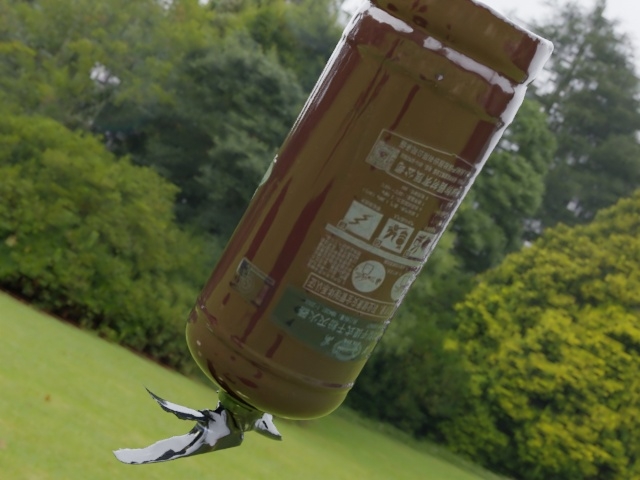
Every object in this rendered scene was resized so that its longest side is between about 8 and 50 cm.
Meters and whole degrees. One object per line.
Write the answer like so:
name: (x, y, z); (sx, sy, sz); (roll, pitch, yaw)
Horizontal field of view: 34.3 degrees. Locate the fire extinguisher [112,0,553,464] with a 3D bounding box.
fire extinguisher: (0.000, 0.000, 0.631); (0.135, 0.337, 0.114); (19, 16, -40)
